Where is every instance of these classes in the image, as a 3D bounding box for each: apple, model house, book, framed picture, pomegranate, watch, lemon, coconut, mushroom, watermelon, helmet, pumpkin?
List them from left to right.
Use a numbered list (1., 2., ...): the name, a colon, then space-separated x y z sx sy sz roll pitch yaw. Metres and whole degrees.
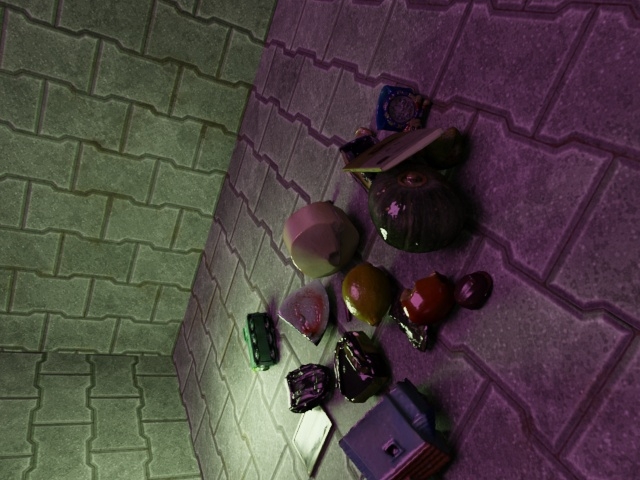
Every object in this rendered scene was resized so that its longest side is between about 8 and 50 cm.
1. watermelon: -0.072 0.303 2.132 0.320 0.214 0.289 -139 65 -69
2. framed picture: -0.038 0.829 2.110 0.213 0.016 0.289 46 120 55
3. coconut: 0.000 0.000 2.028 0.323 0.323 0.322 -26 59 55
4. mushroom: 0.161 -0.369 2.063 0.097 0.088 0.212 78 -156 -82
5. lemon: 0.169 0.195 1.776 0.184 0.184 0.248 -43 42 47
6. book: 0.223 -0.291 1.600 0.035 0.239 0.352 59 170 -16
7. watch: 0.286 -0.477 1.826 0.200 0.171 0.196 -121 46 -69
8. model house: 0.268 0.641 1.478 0.295 0.252 0.329 -47 62 10
9. pumpkin: 0.297 -0.111 1.550 0.327 0.292 0.257 -89 -1 -48
10. apple: 0.340 0.181 1.518 0.158 0.156 0.146 -41 56 33
11. pomegranate: 0.387 -0.286 1.596 0.169 0.122 0.143 -27 43 8
12. helmet: 0.439 0.144 1.437 0.098 0.071 0.123 47 123 55

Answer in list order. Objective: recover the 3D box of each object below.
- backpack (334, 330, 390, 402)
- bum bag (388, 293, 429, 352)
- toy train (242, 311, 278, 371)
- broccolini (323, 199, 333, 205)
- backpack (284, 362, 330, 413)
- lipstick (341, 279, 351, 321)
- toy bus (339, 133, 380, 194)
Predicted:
1. backpack: 0.134 0.456 1.801 0.207 0.140 0.253 -54 43 34
2. bum bag: 0.299 0.269 1.644 0.248 0.069 0.102 -133 36 -55
3. toy train: -0.322 0.544 2.587 0.178 0.139 0.330 120 143 -48
4. broccolini: 0.013 -0.091 2.297 0.044 0.042 0.218 49 129 52
5. backpack: -0.050 0.620 2.084 0.258 0.133 0.206 -34 48 30
6. lipstick: 0.107 0.250 2.026 0.027 0.027 0.176 -37 52 50
7. toy bus: 0.204 -0.264 1.854 0.305 0.143 0.179 56 172 50
